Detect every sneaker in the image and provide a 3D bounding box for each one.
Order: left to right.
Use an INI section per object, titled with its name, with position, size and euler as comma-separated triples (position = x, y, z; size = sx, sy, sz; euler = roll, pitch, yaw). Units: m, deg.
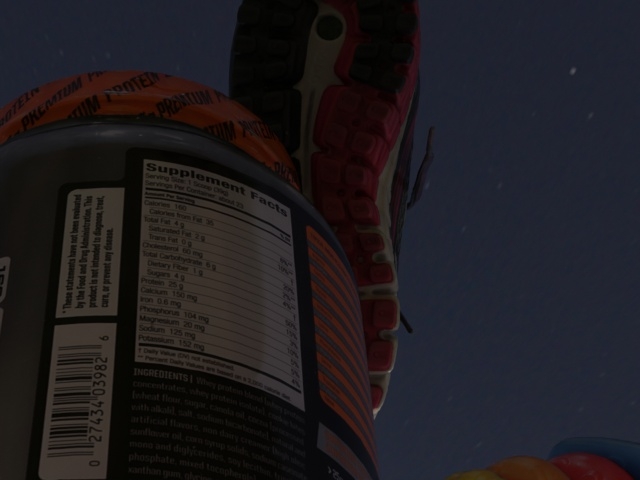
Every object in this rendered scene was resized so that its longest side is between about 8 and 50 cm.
[sneaker]
position = 0.000, 0.000, 0.760
size = 0.120, 0.112, 0.299
euler = 12, -102, 13

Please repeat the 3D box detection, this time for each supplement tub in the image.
[supplement tub]
position = -0.074, 0.092, 0.536
size = 0.193, 0.194, 0.316
euler = -1, -138, -3

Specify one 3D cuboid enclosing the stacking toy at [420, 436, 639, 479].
[stacking toy]
position = 0.061, 0.192, 0.829
size = 0.301, 0.165, 0.175
euler = 7, -95, -27
